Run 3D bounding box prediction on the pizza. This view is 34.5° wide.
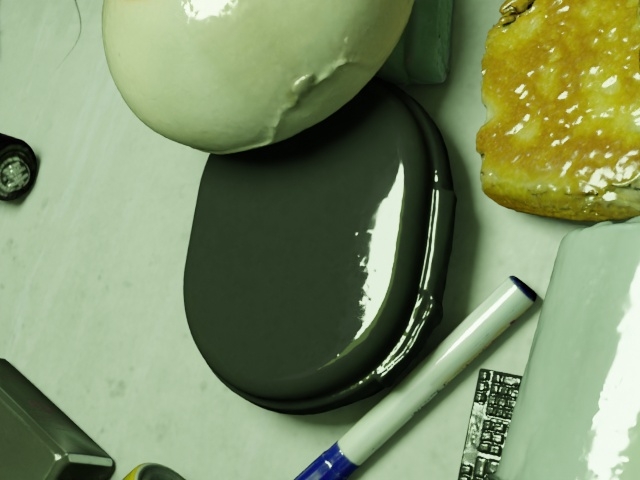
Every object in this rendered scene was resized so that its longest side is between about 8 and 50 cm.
[{"bbox_3d":[0.219,-0.152,0.831,0.189,0.071,0.296,-5,69,43],"label":"pizza"}]

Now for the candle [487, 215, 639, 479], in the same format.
[{"bbox_3d":[0.236,0.107,0.657,0.221,0.221,0.342,12,79,34],"label":"candle"}]

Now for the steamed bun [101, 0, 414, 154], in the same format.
[{"bbox_3d":[-0.070,-0.219,0.878,0.283,0.177,0.283,-23,41,22],"label":"steamed bun"}]

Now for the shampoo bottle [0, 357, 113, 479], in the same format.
[{"bbox_3d":[-0.322,0.190,1.058,0.246,0.080,0.079,31,91,34],"label":"shampoo bottle"}]

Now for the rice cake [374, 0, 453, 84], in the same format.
[{"bbox_3d":[0.049,-0.244,0.983,0.189,0.037,0.198,5,79,34],"label":"rice cake"}]

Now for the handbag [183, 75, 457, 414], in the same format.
[{"bbox_3d":[0.001,0.000,0.907,0.254,0.093,0.308,3,77,31],"label":"handbag"}]

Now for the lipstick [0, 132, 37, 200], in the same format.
[{"bbox_3d":[-0.460,-0.112,1.232,0.300,0.081,0.081,16,84,33],"label":"lipstick"}]

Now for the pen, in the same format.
[{"bbox_3d":[0.075,0.129,0.860,0.269,0.033,0.033,-45,57,12],"label":"pen"}]

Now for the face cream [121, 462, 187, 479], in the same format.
[{"bbox_3d":[-0.249,0.351,0.948,0.349,0.105,0.105,-43,58,13],"label":"face cream"}]

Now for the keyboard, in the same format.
[{"bbox_3d":[0.133,0.205,0.810,0.061,0.013,0.204,8,80,33],"label":"keyboard"}]
